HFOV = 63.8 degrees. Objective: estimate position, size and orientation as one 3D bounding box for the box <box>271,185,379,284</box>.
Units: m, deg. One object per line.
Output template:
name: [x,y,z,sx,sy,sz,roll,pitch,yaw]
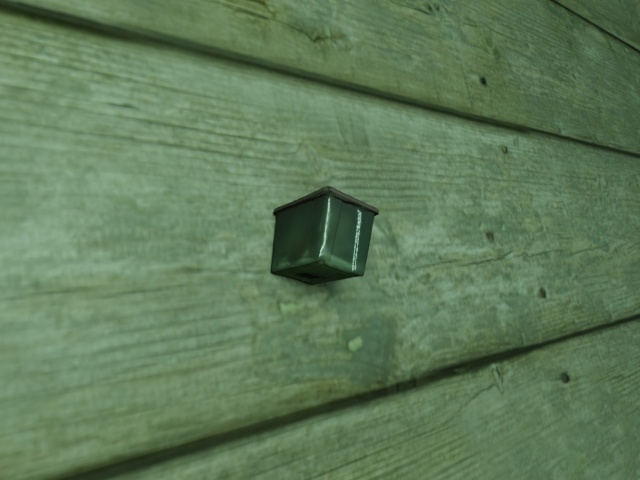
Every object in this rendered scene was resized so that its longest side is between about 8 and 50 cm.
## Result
box: [0.000,0.000,0.439,0.060,0.085,0.063,22,66,-33]
